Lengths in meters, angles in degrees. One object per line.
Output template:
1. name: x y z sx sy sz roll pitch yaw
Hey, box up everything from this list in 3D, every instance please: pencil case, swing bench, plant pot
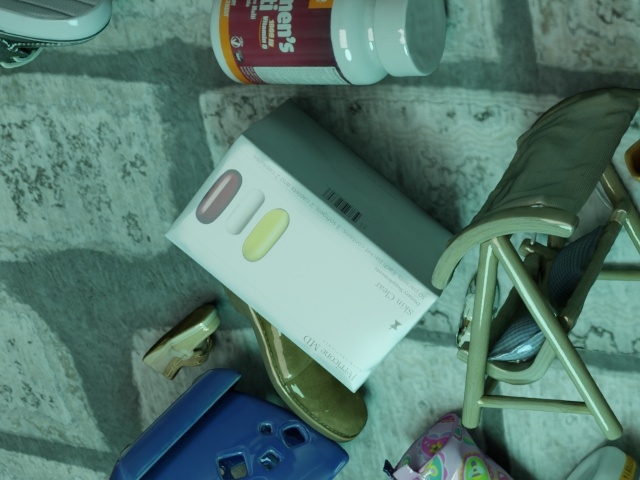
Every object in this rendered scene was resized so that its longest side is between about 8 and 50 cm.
1. pencil case: 0.211 0.343 1.784 0.284 0.124 0.124 45 133 -6
2. swing bench: 0.231 0.016 1.446 0.165 0.253 0.254 0 121 31
3. plant pot: -0.133 0.307 1.860 0.212 0.236 0.236 43 156 6

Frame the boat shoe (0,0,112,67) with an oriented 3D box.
1. boat shoe: -0.364 -0.263 1.713 0.335 0.121 0.119 17 137 34

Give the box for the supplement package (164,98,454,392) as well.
1. supplement package: 0.000 0.000 1.583 0.262 0.204 0.145 39 111 1

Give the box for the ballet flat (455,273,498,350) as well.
1. ballet flat: 0.177 0.089 1.676 0.041 0.041 0.114 22 130 16

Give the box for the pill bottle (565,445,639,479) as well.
1. pill bottle: 0.390 0.375 1.670 0.278 0.162 0.162 38 133 3

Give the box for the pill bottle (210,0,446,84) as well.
1. pill bottle: 0.008 -0.219 1.501 0.221 0.121 0.121 3 123 29

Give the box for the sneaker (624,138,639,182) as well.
1. sneaker: 0.358 -0.134 1.274 0.123 0.106 0.290 1 142 -19

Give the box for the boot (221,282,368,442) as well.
1. boot: -0.009 0.109 1.764 0.115 0.112 0.305 -21 107 28

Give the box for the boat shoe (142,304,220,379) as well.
1. boat shoe: -0.168 0.135 1.905 0.059 0.063 0.170 45 142 -8
